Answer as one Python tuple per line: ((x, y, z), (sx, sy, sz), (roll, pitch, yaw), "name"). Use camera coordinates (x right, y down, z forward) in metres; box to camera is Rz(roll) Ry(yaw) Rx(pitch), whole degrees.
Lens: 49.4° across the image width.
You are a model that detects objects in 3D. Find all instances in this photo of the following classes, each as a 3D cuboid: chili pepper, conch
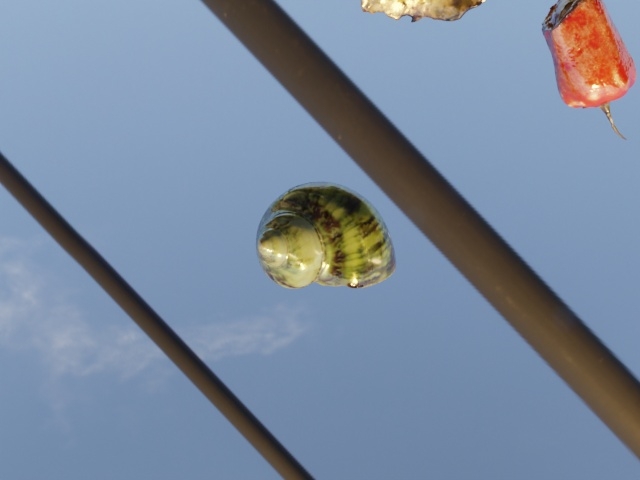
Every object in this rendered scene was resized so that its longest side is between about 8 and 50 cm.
((0.311, -0.191, 0.790), (0.086, 0.192, 0.084), (-37, -159, -8), "chili pepper")
((-0.001, -0.002, 0.958), (0.187, 0.124, 0.181), (32, -124, 31), "conch")

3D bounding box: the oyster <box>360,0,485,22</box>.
((0.073, -0.233, 0.463), (0.106, 0.177, 0.056), (0, -144, 13), "oyster")
